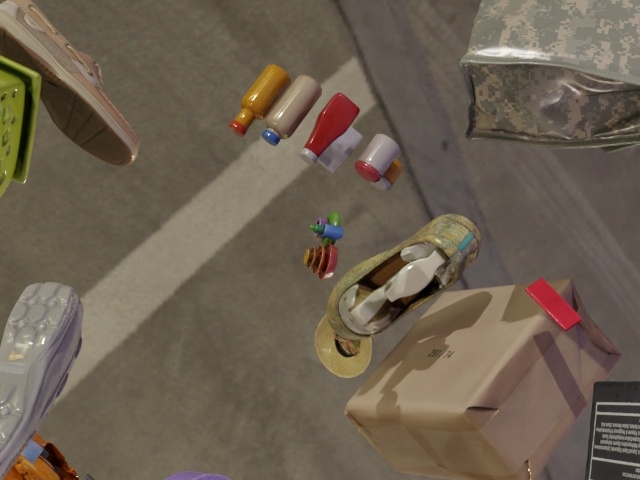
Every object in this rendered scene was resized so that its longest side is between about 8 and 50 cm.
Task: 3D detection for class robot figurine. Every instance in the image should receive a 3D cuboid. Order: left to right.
[{"bbox_3d":[-0.458,0.413,1.649,0.291,0.211,0.085,53,45,-17],"label":"robot figurine"}]

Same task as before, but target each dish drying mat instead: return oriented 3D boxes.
[{"bbox_3d":[0.319,0.088,1.376,0.032,0.083,0.008,-33,148,-11],"label":"dish drying mat"}]

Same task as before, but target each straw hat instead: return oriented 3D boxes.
[{"bbox_3d":[0.062,0.199,2.017,0.061,0.144,0.144,-18,114,-55],"label":"straw hat"}]

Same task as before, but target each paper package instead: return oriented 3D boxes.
[{"bbox_3d":[0.254,0.222,1.604,0.309,0.325,0.168,-46,107,-27],"label":"paper package"}]

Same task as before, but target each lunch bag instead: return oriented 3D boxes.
[{"bbox_3d":[0.343,-0.239,1.270,0.169,0.287,0.235,74,29,-49],"label":"lunch bag"}]

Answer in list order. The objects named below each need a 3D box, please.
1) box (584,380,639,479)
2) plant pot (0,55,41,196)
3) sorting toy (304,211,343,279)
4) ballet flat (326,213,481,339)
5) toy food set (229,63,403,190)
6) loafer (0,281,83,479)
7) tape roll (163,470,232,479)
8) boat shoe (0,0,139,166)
[{"bbox_3d":[0.401,0.301,1.020,0.183,0.296,0.294,12,80,-7],"label":"box"},{"bbox_3d":[-0.559,-0.182,1.526,0.207,0.227,0.228,-45,156,-59],"label":"plant pot"},{"bbox_3d":[0.000,0.000,1.285,0.042,0.061,0.102,14,49,-13],"label":"sorting toy"},{"bbox_3d":[0.111,0.078,1.609,0.123,0.348,0.123,27,43,-29],"label":"ballet flat"},{"bbox_3d":[0.002,-0.126,1.317,0.232,0.111,0.104,39,75,-14],"label":"toy food set"},{"bbox_3d":[-0.375,0.197,1.244,0.111,0.112,0.319,81,24,-48],"label":"loafer"},{"bbox_3d":[-0.221,0.511,1.798,0.189,0.080,0.189,7,79,-40],"label":"tape roll"},{"bbox_3d":[-0.421,-0.275,1.703,0.341,0.121,0.110,48,52,-12],"label":"boat shoe"}]
